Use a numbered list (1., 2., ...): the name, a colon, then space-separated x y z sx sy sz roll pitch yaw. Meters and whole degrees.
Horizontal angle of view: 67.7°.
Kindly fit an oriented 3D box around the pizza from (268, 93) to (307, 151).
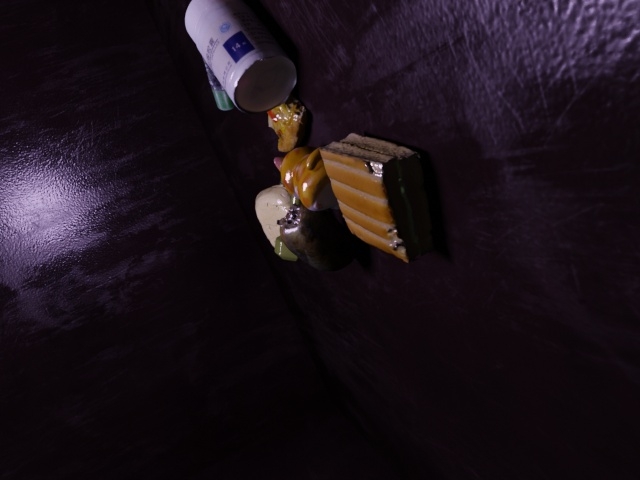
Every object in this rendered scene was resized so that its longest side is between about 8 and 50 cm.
1. pizza: -0.140 -0.407 1.449 0.287 0.075 0.280 60 164 10

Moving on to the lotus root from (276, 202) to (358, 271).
1. lotus root: 0.000 0.000 1.398 0.160 0.151 0.275 -2 156 43

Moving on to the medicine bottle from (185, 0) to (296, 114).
1. medicine bottle: -0.223 -0.524 1.308 0.332 0.190 0.190 57 164 23

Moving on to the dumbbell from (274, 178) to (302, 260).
1. dumbbell: -0.075 -0.087 1.496 0.108 0.121 0.301 14 101 39

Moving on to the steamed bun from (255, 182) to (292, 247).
1. steamed bun: -0.092 -0.076 1.683 0.232 0.166 0.272 -12 108 53

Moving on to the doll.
1. doll: -0.013 -0.168 1.271 0.270 0.167 0.162 23 112 61

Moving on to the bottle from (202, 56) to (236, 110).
1. bottle: -0.391 -0.655 1.823 0.093 0.093 0.330 53 162 33

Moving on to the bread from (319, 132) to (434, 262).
1. bread: 0.128 -0.093 1.025 0.246 0.111 0.239 33 150 57
